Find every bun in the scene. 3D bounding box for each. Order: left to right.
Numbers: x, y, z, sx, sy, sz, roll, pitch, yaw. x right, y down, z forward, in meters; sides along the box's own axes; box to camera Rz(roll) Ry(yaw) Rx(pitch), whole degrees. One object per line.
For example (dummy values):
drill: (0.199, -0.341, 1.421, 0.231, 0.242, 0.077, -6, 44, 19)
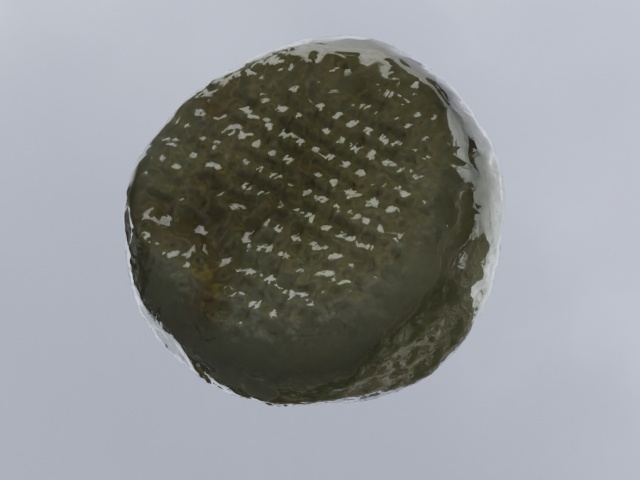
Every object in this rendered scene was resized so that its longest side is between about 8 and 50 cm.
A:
bun: (0.000, 0.000, 0.409, 0.086, 0.086, 0.055, 17, -21, 21)
